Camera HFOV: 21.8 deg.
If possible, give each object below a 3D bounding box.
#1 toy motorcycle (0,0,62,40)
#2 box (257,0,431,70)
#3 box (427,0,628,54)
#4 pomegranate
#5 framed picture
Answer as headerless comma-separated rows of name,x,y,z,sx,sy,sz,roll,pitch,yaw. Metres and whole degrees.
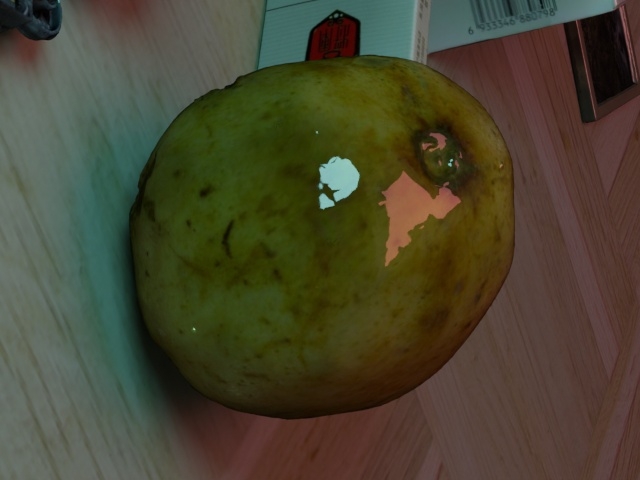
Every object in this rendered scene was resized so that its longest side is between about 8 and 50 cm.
toy motorcycle,-0.204,-0.182,0.934,0.193,0.061,0.124,14,61,-69
box,0.018,-0.152,1.285,0.035,0.139,0.245,47,44,-52
box,0.247,-0.271,1.707,0.343,0.200,0.065,-36,112,-60
pomegranate,0.000,0.000,1.094,0.260,0.260,0.260,28,58,-59
framed picture,0.346,-0.325,2.123,0.240,0.020,0.324,-26,106,-62
